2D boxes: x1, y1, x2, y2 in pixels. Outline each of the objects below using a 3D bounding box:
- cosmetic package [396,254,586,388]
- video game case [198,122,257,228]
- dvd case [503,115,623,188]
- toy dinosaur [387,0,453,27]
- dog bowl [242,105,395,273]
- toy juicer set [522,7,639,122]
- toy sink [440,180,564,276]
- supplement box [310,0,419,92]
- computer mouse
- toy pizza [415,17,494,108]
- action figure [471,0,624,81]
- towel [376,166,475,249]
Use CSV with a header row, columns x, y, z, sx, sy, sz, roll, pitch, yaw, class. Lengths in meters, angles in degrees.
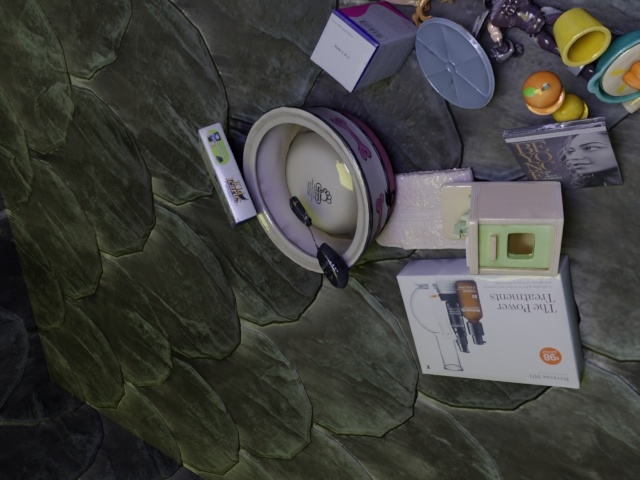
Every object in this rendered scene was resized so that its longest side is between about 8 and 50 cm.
x,y,z,sx,sy,sz,roll,pitch,yaw,class
0.392,0.185,1.284,0.377,0.097,0.285,-4,114,36,cosmetic package
-0.249,-0.160,1.457,0.269,0.061,0.245,173,75,-78,video game case
0.451,-0.151,1.015,0.164,0.018,0.221,-1,156,36,dvd case
0.196,-0.485,1.099,0.211,0.064,0.113,-6,92,27,toy dinosaur
0.002,-0.133,1.313,0.407,0.150,0.408,25,129,35,dog bowl
0.486,-0.251,0.890,0.209,0.328,0.090,112,151,-52,toy juicer set
0.358,-0.022,1.114,0.234,0.131,0.153,2,132,18,toy sink
0.097,-0.392,1.100,0.111,0.220,0.114,42,132,10,supplement box
0.000,0.000,1.256,0.242,0.041,0.071,61,161,6,computer mouse
0.266,-0.347,1.078,0.201,0.032,0.201,47,168,13,toy pizza
0.394,-0.385,0.983,0.285,0.099,0.185,40,137,16,action figure
0.231,-0.072,1.289,0.282,0.049,0.187,-1,114,35,towel
